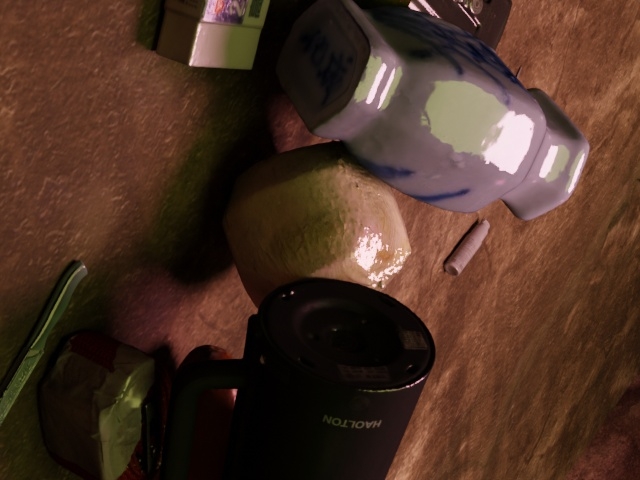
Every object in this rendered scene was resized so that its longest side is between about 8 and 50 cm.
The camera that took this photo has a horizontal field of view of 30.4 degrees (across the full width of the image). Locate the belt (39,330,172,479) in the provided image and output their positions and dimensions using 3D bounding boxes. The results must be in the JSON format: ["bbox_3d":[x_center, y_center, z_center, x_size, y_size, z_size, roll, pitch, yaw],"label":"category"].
[{"bbox_3d":[-0.239,0.207,1.378,0.128,0.124,0.201,-40,142,-43],"label":"belt"}]

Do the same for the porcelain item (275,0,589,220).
[{"bbox_3d":[0.148,-0.164,1.480,0.405,0.242,0.178,19,120,-40],"label":"porcelain item"}]

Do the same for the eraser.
[{"bbox_3d":[-0.104,-0.298,1.303,0.124,0.068,0.210,-10,120,-58],"label":"eraser"}]

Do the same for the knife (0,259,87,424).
[{"bbox_3d":[-0.313,0.116,1.298,0.210,0.015,0.028,-62,157,-9],"label":"knife"}]

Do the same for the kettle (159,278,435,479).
[{"bbox_3d":[-0.026,0.230,1.368,0.262,0.203,0.308,-14,132,-40],"label":"kettle"}]

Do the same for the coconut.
[{"bbox_3d":[0.002,-0.001,1.497,0.227,0.227,0.230,-11,78,-57],"label":"coconut"}]

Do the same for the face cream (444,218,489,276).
[{"bbox_3d":[0.279,0.011,2.214,0.130,0.034,0.034,-51,148,-28],"label":"face cream"}]

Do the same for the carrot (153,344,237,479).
[{"bbox_3d":[-0.152,0.247,1.525,0.159,0.159,0.225,-18,123,-55],"label":"carrot"}]

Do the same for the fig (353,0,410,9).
[{"bbox_3d":[0.043,-0.339,1.476,0.156,0.123,0.123,27,86,-50],"label":"fig"}]

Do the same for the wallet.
[{"bbox_3d":[0.200,-0.358,1.752,0.245,0.052,0.168,41,72,-44],"label":"wallet"}]

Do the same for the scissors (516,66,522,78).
[{"bbox_3d":[0.352,-0.281,2.158,0.083,0.006,0.036,-65,154,-4],"label":"scissors"}]
